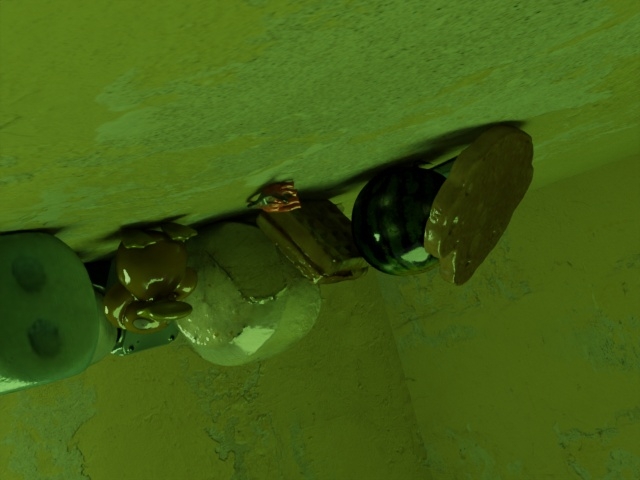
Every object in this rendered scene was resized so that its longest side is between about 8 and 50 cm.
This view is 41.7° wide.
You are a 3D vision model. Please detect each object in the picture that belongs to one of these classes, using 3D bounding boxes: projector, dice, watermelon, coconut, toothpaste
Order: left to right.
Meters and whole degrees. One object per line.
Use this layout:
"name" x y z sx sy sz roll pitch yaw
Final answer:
"dice" -0.573 0.142 1.471 0.268 0.262 0.265 -19 175 33
"projector" -0.428 0.145 2.064 0.108 0.250 0.198 26 -163 29
"coconut" -0.174 0.117 2.015 0.346 0.346 0.360 -18 174 25
"watermelon" 0.196 -0.044 1.878 0.269 0.269 0.269 -15 175 -1
"toothpaste" 0.305 -0.166 2.049 0.075 0.048 0.297 -16 180 -29

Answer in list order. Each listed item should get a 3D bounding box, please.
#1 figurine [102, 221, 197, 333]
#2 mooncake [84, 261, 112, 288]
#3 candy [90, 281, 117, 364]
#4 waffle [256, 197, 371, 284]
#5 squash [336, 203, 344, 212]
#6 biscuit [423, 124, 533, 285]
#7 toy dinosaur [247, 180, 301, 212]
"figurine" -0.353 0.082 1.756 0.215 0.228 0.215 -8 -178 0
"mooncake" -0.644 0.178 2.182 0.351 0.187 0.351 -15 173 -2
"candy" -0.643 0.200 1.836 0.386 0.186 0.427 -24 151 26
"waffle" 0.000 0.000 1.951 0.098 0.224 0.328 -52 163 17
"squash" 0.044 -0.080 2.295 0.027 0.027 0.083 -15 176 -11
"biscuit" 0.323 -0.078 1.735 0.057 0.351 0.312 30 -174 34
"toy dinosaur" -0.092 -0.083 1.688 0.101 0.055 0.279 -5 175 -8
